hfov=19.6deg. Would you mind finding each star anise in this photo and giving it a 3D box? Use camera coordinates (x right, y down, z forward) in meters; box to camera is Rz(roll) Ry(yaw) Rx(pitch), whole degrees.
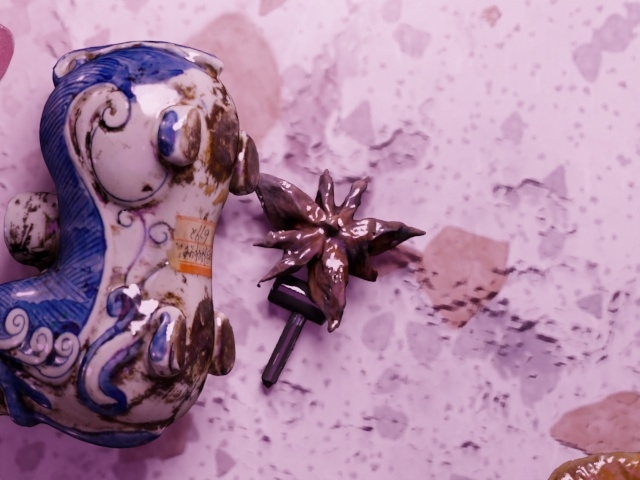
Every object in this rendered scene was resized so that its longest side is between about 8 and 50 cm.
[{"bbox_3d":[-0.006,-0.010,1.360,0.129,0.056,0.124,42,67,5],"label":"star anise"}]

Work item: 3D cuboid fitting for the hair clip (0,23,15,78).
[{"bbox_3d":[-0.290,-0.157,1.354,0.137,0.022,0.054,27,82,-4],"label":"hair clip"}]

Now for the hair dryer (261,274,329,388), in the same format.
[{"bbox_3d":[-0.026,0.069,1.375,0.047,0.026,0.083,24,93,-3],"label":"hair dryer"}]

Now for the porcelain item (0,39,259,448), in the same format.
[{"bbox_3d":[-0.153,0.000,1.315,0.186,0.138,0.288,4,86,21],"label":"porcelain item"}]

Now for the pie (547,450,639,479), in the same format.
[{"bbox_3d":[0.223,0.247,1.382,0.195,0.046,0.195,0,89,-8],"label":"pie"}]
